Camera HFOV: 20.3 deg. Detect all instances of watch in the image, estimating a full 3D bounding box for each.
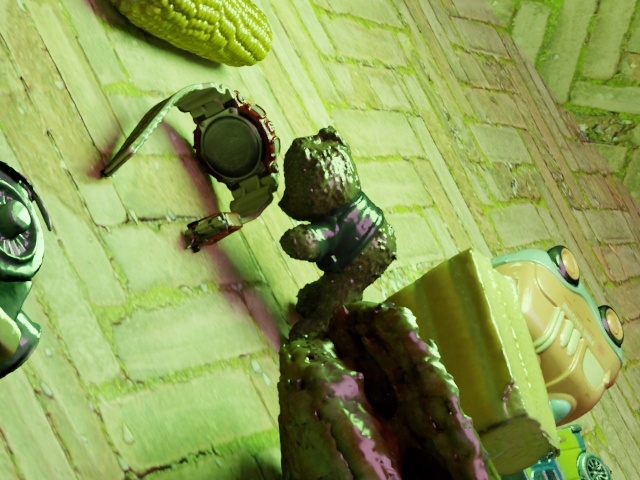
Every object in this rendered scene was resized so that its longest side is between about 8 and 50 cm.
[{"bbox_3d":[-0.133,-0.075,1.917,0.165,0.102,0.268,58,28,-13],"label":"watch"}]

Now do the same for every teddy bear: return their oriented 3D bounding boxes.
[{"bbox_3d":[0.021,0.001,2.007,0.182,0.129,0.251,-79,163,-68],"label":"teddy bear"}]

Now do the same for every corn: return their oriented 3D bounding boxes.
[{"bbox_3d":[-0.150,-0.271,2.107,0.305,0.106,0.106,26,39,-63],"label":"corn"}]

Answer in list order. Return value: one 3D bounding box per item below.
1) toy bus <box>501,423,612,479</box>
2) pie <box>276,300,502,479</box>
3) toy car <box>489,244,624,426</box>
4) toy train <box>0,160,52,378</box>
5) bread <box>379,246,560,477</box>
[{"bbox_3d":[0.275,0.389,2.123,0.190,0.152,0.312,-1,63,-49],"label":"toy bus"},{"bbox_3d":[0.059,0.262,1.675,0.418,0.180,0.395,96,-30,-64],"label":"pie"},{"bbox_3d":[0.307,0.155,2.552,0.270,0.180,0.212,51,33,-24],"label":"toy car"},{"bbox_3d":[-0.350,-0.020,1.216,0.397,0.160,0.253,52,29,-23],"label":"toy train"},{"bbox_3d":[0.128,0.174,1.992,0.111,0.239,0.246,33,32,-42],"label":"bread"}]
